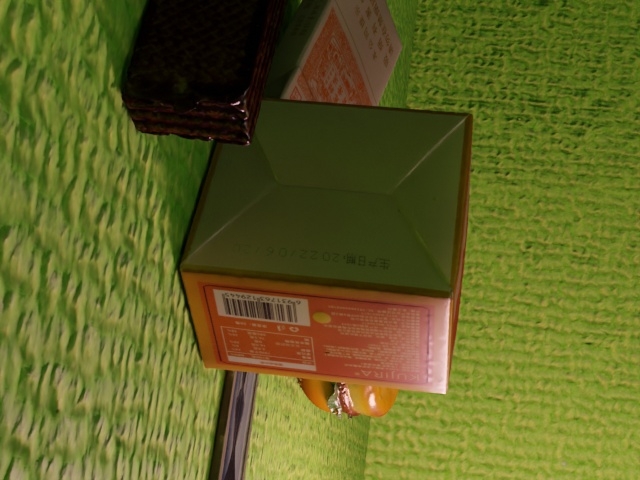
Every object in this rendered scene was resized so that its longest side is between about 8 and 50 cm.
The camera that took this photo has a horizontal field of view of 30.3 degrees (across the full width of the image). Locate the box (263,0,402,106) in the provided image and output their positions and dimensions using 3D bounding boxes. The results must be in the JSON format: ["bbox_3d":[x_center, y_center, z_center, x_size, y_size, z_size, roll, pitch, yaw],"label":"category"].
[{"bbox_3d":[0.013,-0.217,1.580,0.365,0.051,0.204,-67,146,-35],"label":"box"}]

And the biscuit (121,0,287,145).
[{"bbox_3d":[-0.081,-0.250,1.085,0.073,0.107,0.388,88,11,-55],"label":"biscuit"}]

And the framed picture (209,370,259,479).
[{"bbox_3d":[-0.109,0.240,1.513,0.150,0.015,0.203,69,27,-70],"label":"framed picture"}]

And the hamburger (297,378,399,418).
[{"bbox_3d":[0.042,0.176,1.961,0.246,0.170,0.246,2,90,-69],"label":"hamburger"}]

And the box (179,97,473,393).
[{"bbox_3d":[0.020,0.007,1.321,0.214,0.283,0.259,87,12,-51],"label":"box"}]
